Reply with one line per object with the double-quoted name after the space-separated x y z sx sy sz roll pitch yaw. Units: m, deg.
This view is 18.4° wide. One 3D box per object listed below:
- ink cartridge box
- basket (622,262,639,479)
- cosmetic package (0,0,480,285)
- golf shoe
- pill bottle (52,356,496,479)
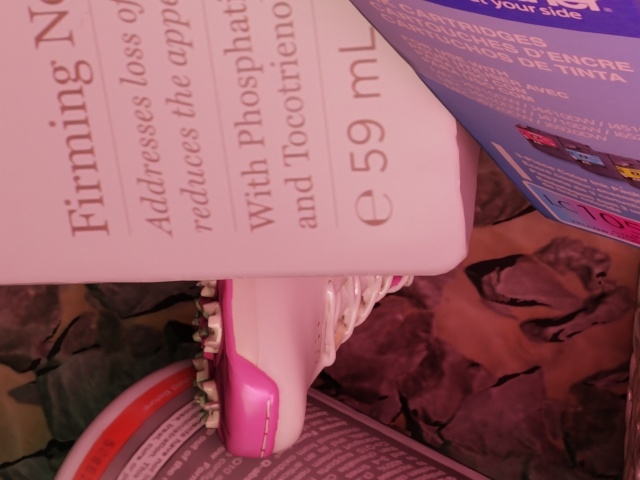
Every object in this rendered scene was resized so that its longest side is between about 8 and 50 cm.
0.132 -0.172 0.759 0.151 0.395 0.270 16 78 30 "ink cartridge box"
0.336 0.183 1.146 0.331 0.266 0.328 3 119 7 "basket"
-0.120 -0.192 0.970 0.393 0.327 0.329 -2 118 10 "cosmetic package"
0.000 0.000 1.074 0.140 0.306 0.115 5 128 -3 "golf shoe"
0.033 0.211 1.022 0.363 0.210 0.210 23 129 42 "pill bottle"
